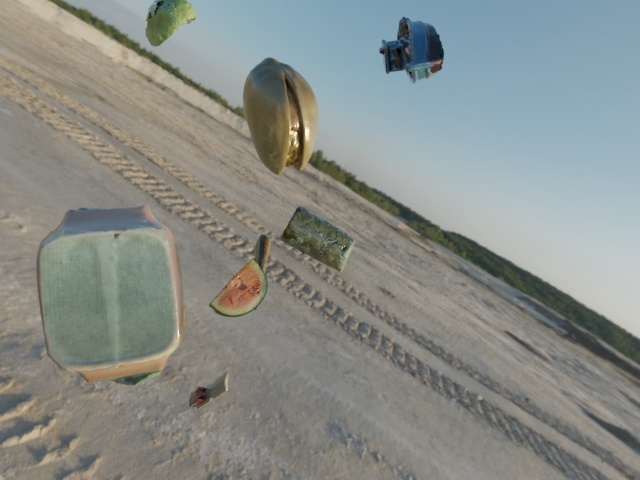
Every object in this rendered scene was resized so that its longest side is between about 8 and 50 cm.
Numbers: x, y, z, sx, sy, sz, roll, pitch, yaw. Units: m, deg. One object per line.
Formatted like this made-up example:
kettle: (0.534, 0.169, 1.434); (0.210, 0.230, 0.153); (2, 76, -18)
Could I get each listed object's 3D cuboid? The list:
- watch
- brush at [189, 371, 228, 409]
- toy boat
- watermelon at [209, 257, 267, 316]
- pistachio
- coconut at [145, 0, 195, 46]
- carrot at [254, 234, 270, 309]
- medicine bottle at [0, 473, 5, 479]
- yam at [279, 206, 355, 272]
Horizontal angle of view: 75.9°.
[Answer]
watch: (-0.274, 0.078, 0.596); (0.161, 0.254, 0.241); (-3, 5, -14)
brush: (-0.377, 0.504, 1.367); (0.050, 0.321, 0.060); (16, 53, -27)
toy boat: (0.154, -0.339, 0.735); (0.097, 0.100, 0.223); (-6, 35, 7)
watermelon: (-0.182, 0.129, 0.955); (0.087, 0.069, 0.163); (41, 51, -1)
pistachio: (-0.065, -0.202, 0.675); (0.124, 0.185, 0.124); (-3, 19, 1)
coconut: (-0.382, -0.571, 1.032); (0.133, 0.158, 0.055); (10, -8, 26)
carrot: (-0.179, 0.090, 1.220); (0.049, 0.049, 0.255); (26, 48, -31)
medicine bottle: (-0.563, 0.477, 0.634); (0.289, 0.157, 0.157); (50, 15, 23)
yam: (0.000, 0.000, 1.054); (0.194, 0.107, 0.107); (30, 9, -8)
